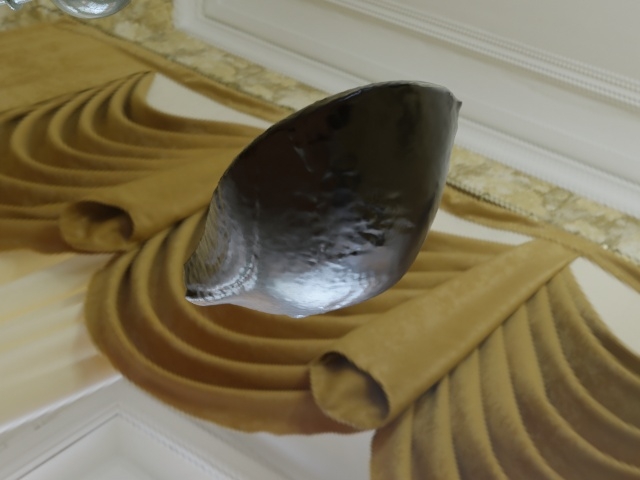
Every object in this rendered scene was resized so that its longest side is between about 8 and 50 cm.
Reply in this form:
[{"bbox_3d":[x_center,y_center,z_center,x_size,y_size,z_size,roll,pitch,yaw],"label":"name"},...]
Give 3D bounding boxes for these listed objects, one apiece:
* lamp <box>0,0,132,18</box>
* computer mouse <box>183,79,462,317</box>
[{"bbox_3d":[-0.230,-0.218,0.723,0.163,0.091,0.090,-11,-71,7],"label":"lamp"},{"bbox_3d":[0.000,0.000,0.561,0.264,0.147,0.088,130,-55,-63],"label":"computer mouse"}]
